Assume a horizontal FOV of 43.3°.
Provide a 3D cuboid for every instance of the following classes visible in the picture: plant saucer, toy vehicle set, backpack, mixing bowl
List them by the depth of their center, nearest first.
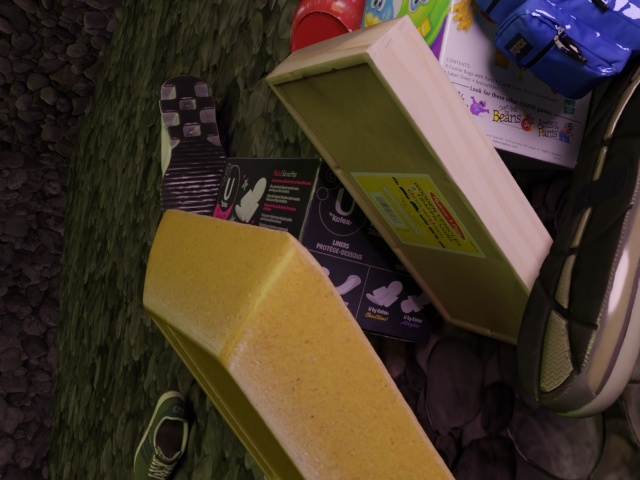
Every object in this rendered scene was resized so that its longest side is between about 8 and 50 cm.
[{"bbox_3d":[0.158,-0.160,0.518,0.101,0.120,0.098,-53,1,-15],"label":"backpack"},{"bbox_3d":[0.080,-0.029,0.581,0.035,0.267,0.166,-44,22,-15],"label":"toy vehicle set"},{"bbox_3d":[-0.025,0.138,0.665,0.081,0.333,0.333,-38,19,-17],"label":"plant saucer"},{"bbox_3d":[0.036,-0.191,0.788,0.181,0.098,0.181,26,131,34],"label":"mixing bowl"}]

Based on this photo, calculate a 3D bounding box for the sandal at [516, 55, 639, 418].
[{"bbox_3d":[0.207,-0.032,0.477,0.120,0.086,0.303,145,149,-82],"label":"sandal"}]

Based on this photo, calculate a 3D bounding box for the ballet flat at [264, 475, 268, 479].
[{"bbox_3d":[-0.026,0.270,0.895,0.173,0.049,0.058,-14,67,63],"label":"ballet flat"}]

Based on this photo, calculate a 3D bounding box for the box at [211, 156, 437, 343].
[{"bbox_3d":[0.000,0.000,0.815,0.247,0.163,0.142,14,90,64],"label":"box"}]

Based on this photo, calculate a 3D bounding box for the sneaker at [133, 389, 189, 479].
[{"bbox_3d":[-0.264,0.352,1.338,0.086,0.064,0.192,-142,68,-67],"label":"sneaker"}]

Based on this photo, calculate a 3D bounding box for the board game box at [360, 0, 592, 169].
[{"bbox_3d":[0.131,-0.205,0.644,0.142,0.144,0.275,12,91,64],"label":"board game box"}]

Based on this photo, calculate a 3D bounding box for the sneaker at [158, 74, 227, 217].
[{"bbox_3d":[-0.219,-0.114,1.399,0.146,0.122,0.331,107,160,-57],"label":"sneaker"}]
